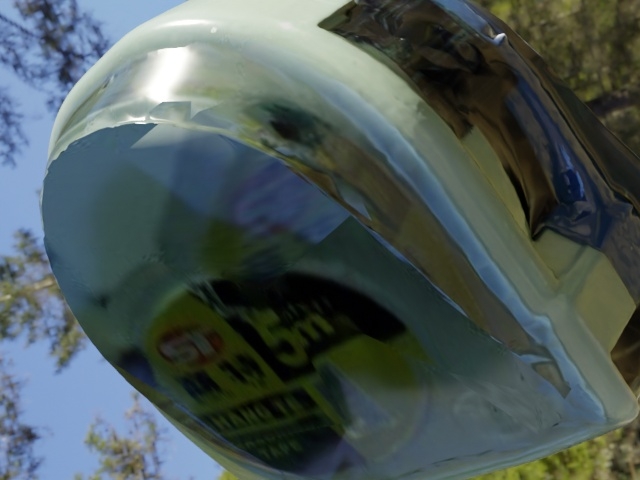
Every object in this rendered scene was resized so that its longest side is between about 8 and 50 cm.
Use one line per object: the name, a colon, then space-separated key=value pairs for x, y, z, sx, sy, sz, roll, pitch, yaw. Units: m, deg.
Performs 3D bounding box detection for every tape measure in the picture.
tape measure: x=0.001 y=0.002 z=0.480 sx=0.262 sy=0.259 sz=0.138 roll=49 pitch=-137 yaw=-12
